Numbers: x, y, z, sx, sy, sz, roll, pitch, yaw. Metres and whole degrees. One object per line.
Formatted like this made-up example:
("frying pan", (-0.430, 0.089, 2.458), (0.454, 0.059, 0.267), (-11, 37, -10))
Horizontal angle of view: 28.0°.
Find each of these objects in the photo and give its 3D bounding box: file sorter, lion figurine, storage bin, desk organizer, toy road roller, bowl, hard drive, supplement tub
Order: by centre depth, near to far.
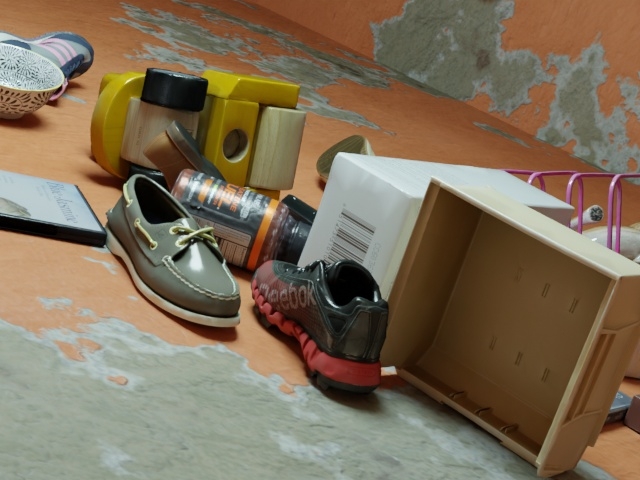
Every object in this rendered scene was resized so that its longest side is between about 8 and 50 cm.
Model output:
("storage bin", (0.214, 0.098, 1.473), (0.262, 0.260, 0.123), (31, 20, 35))
("desk organizer", (0.463, 0.233, 1.719), (0.130, 0.047, 0.050), (2, 21, -47))
("supplement tub", (-0.113, -0.020, 1.758), (0.197, 0.106, 0.106), (20, 16, 0))
("hard drive", (0.000, 0.000, 1.827), (0.094, 0.022, 0.135), (34, -21, 41))
("toy road roller", (-0.208, -0.171, 1.994), (0.329, 0.203, 0.240), (2, 14, -44))
("file sorter", (0.370, -0.019, 2.024), (0.290, 0.182, 0.202), (3, 3, 37))
("bowl", (-0.506, -0.247, 2.071), (0.170, 0.080, 0.170), (17, 26, -9))
("lion figurine", (0.506, 0.017, 2.313), (0.392, 0.142, 0.240), (9, -12, -13))

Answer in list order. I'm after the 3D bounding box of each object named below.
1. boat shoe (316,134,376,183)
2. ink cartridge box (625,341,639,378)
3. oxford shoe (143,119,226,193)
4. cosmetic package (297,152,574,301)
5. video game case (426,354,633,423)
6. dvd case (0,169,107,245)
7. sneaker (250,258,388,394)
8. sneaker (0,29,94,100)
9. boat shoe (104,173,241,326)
("boat shoe", (0.073, -0.104, 2.307), (0.098, 0.109, 0.302), (56, 0, -24))
("ink cartridge box", (0.457, 0.147, 1.916), (0.143, 0.090, 0.092), (12, 17, -25))
("oxford shoe", (-0.175, -0.074, 1.844), (0.212, 0.076, 0.076), (52, 8, -27))
("cosmetic package", (0.164, 0.011, 1.795), (0.156, 0.217, 0.385), (33, 19, 38))
("video game case", (0.275, 0.189, 1.679), (0.196, 0.026, 0.274), (31, 18, 34))
("dvd case", (-0.416, -0.056, 1.666), (0.253, 0.022, 0.180), (11, 18, -29))
("sneaker", (0.003, 0.070, 1.545), (0.097, 0.135, 0.276), (8, 18, -30))
("sneaker", (-0.484, -0.295, 2.281), (0.131, 0.112, 0.319), (42, 24, 13))
("boat shoe", (-0.182, 0.011, 1.596), (0.109, 0.091, 0.305), (8, 20, -36))
